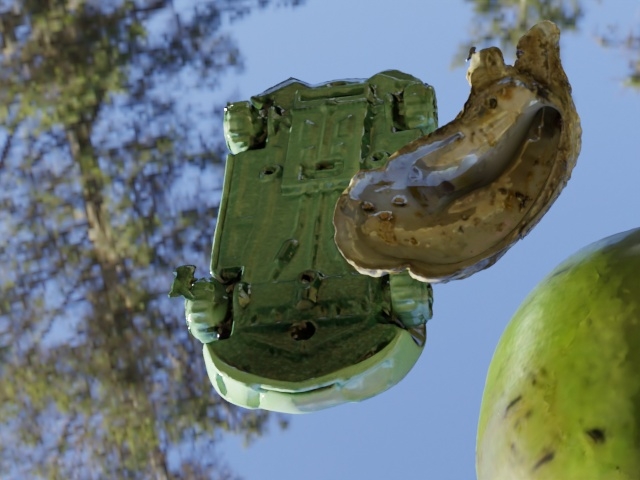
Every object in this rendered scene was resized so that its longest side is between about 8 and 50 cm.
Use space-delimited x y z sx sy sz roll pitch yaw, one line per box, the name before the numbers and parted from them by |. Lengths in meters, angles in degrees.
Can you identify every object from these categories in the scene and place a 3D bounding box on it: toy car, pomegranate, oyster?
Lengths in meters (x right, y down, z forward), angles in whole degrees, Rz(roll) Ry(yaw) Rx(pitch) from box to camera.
toy car | 0.000 0.000 0.561 0.093 0.058 0.186 -4 -139 10
pomegranate | 0.136 0.112 0.614 0.241 0.190 0.159 -25 -155 42
oyster | 0.045 -0.027 0.483 0.083 0.081 0.038 -6 179 13
